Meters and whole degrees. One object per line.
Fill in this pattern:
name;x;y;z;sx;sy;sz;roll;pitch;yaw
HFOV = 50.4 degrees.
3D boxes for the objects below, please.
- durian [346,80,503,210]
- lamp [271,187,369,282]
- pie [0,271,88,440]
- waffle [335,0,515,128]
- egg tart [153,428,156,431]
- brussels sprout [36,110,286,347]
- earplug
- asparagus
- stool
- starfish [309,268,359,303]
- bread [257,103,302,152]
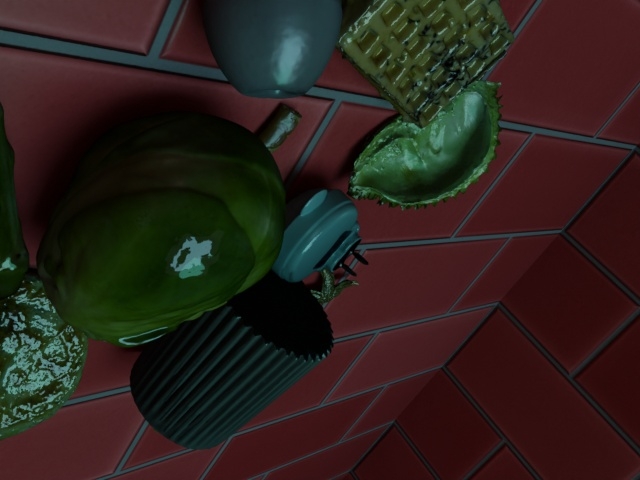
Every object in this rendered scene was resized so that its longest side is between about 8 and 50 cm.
durian;0.227;-0.181;1.410;0.395;0.163;0.198;-27;147;-10
lamp;-0.008;-0.008;1.375;0.209;0.147;0.284;-48;147;11
pie;-0.498;0.185;1.051;0.303;0.067;0.302;-15;111;-43
waffle;0.164;-0.351;1.124;0.261;0.114;0.376;-46;152;10
egg tart;-0.362;0.434;1.697;0.129;0.049;0.128;-25;151;-15
brussels sprout;-0.225;-0.023;0.985;0.372;0.275;0.314;-26;163;-10
earplug;-0.014;-0.327;0.875;0.325;0.175;0.214;-47;166;16
asparagus;-0.427;-0.064;0.867;0.082;0.085;0.342;0;131;-15
stool;-0.190;0.221;1.359;0.330;0.297;0.297;-46;151;21
starfish;-0.005;0.136;1.704;0.176;0.053;0.208;-40;147;21
bread;-0.071;-0.190;1.158;0.083;0.036;0.047;-49;147;13
